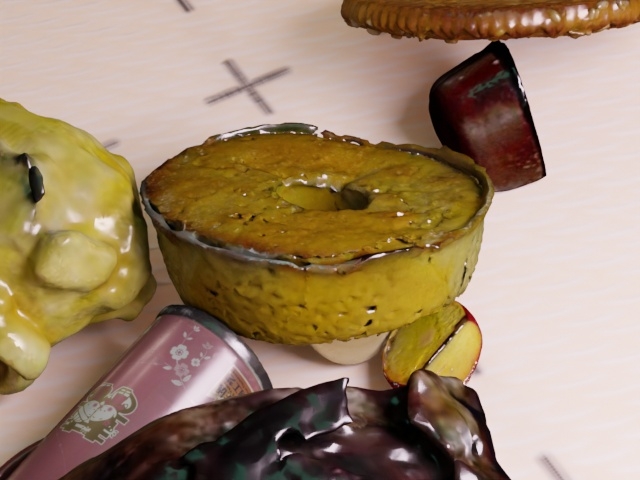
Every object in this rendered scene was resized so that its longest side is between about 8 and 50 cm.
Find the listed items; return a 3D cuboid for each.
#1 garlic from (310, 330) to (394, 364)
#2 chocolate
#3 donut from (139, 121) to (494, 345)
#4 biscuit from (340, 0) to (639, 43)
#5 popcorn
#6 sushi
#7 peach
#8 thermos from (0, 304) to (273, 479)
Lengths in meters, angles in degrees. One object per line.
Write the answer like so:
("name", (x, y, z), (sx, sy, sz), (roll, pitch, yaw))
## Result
("garlic", (0.024, 0.071, 1.235), (0.083, 0.053, 0.041), (-12, 44, -30))
("chocolate", (0.137, -0.101, 1.350), (0.080, 0.125, 0.148), (-19, 12, 2))
("donut", (0.000, 0.000, 1.223), (0.272, 0.107, 0.272), (-3, 25, 1))
("biscuit", (0.166, -0.207, 1.385), (0.305, 0.038, 0.305), (-3, 16, 1))
("popcorn", (-0.265, -0.012, 1.247), (0.286, 0.215, 0.252), (20, 48, 18))
("sushi", (0.006, 0.249, 0.935), (0.299, 0.281, 0.294), (-27, 49, 3))
("peach", (0.088, 0.091, 1.211), (0.077, 0.050, 0.083), (-18, 35, 22))
("thermos", (-0.185, 0.188, 1.119), (0.136, 0.109, 0.330), (33, 60, 15))
